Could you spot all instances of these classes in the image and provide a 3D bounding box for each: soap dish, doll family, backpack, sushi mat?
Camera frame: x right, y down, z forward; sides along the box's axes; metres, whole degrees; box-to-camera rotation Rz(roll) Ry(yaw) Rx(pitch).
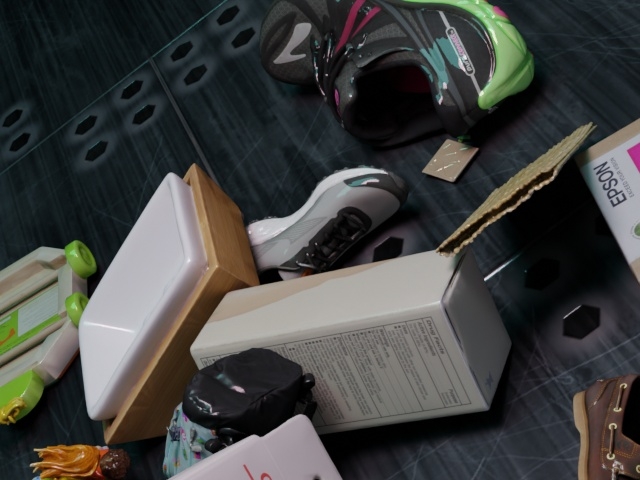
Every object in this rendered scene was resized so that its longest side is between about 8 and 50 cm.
[{"bbox_3d":[-0.188,0.083,1.805,0.291,0.118,0.229,-57,28,24],"label":"soap dish"},{"bbox_3d":[-0.305,0.328,1.686,0.163,0.118,0.263,-38,33,35],"label":"doll family"},{"bbox_3d":[-0.094,0.210,1.541,0.152,0.182,0.115,-21,47,-38],"label":"backpack"},{"bbox_3d":[0.222,-0.061,1.592,0.151,0.019,0.316,-38,-1,22],"label":"sushi mat"}]

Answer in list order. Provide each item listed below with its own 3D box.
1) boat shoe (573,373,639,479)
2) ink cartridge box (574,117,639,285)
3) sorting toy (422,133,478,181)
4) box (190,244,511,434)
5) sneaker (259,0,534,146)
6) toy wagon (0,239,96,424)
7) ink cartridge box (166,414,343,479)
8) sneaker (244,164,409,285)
[{"bbox_3d":[0.282,0.207,1.358,0.073,0.073,0.207,-24,38,24],"label":"boat shoe"},{"bbox_3d":[0.394,-0.047,1.520,0.193,0.088,0.234,-30,37,12],"label":"ink cartridge box"},{"bbox_3d":[0.174,-0.110,1.853,0.062,0.012,0.083,19,65,48],"label":"sorting toy"},{"bbox_3d":[0.034,0.117,1.587,0.311,0.148,0.121,-11,27,27],"label":"box"},{"bbox_3d":[0.058,-0.240,1.954,0.483,0.185,0.202,14,57,50],"label":"sneaker"},{"bbox_3d":[-0.435,0.151,2.077,0.267,0.068,0.344,-30,37,14],"label":"toy wagon"},{"bbox_3d":[-0.105,0.317,1.322,0.119,0.207,0.353,-32,-5,38],"label":"ink cartridge box"},{"bbox_3d":[0.000,0.000,1.833,0.271,0.100,0.108,-31,45,23],"label":"sneaker"}]
